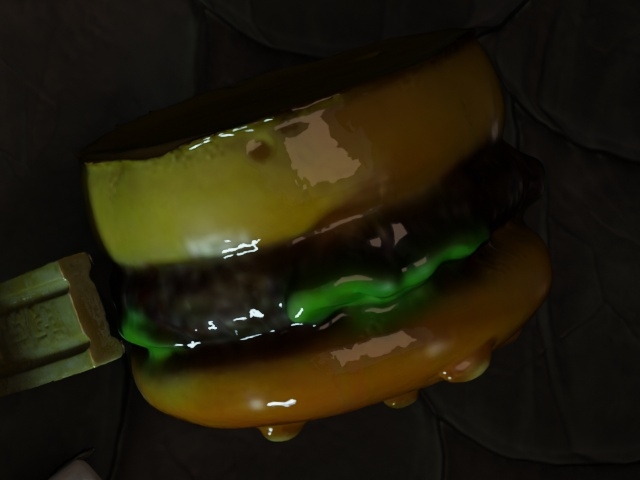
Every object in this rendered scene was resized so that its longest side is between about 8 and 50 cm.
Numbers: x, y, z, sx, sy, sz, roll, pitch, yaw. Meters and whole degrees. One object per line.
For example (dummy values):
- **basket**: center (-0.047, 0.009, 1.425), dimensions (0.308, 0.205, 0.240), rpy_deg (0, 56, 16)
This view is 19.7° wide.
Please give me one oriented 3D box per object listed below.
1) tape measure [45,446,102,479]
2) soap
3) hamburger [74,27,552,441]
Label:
- **tape measure**: center (-0.216, 0.330, 1.591), dimensions (0.197, 0.120, 0.236), rpy_deg (-34, 89, -19)
- **soap**: center (-0.254, 0.079, 1.539), dimensions (0.037, 0.252, 0.092), rpy_deg (-19, 90, -40)
- **hamburger**: center (0.000, 0.000, 1.544), dimensions (0.396, 0.396, 0.277), rpy_deg (-19, 100, -14)
